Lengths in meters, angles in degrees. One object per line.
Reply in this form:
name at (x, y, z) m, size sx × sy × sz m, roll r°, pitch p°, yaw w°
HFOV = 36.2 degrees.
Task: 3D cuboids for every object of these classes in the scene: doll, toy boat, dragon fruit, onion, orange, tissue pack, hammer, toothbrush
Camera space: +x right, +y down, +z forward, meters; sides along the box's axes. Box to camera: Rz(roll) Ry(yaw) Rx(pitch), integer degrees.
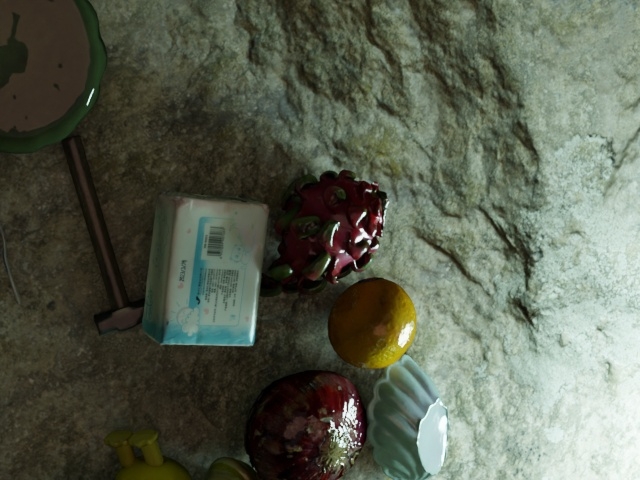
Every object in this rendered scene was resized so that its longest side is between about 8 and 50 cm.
doll at (-0.309, 0.512, 1.844) m, size 0.200 × 0.145 × 0.362 m, roll -3°, pitch 113°, yaw 25°
toy boat at (0.182, 0.369, 1.920) m, size 0.199 × 0.100 × 0.290 m, roll -37°, pitch 128°, yaw -40°
dragon fruit at (0.009, -0.001, 1.813) m, size 0.198 × 0.218 × 0.272 m, roll 20°, pitch 100°, yaw 20°
onion at (-0.030, 0.360, 1.854) m, size 0.246 × 0.190 × 0.246 m, roll -9°, pitch 106°, yaw -35°
orange at (0.099, 0.158, 1.864) m, size 0.178 × 0.177 × 0.155 m, roll -37°, pitch 118°, yaw -7°
tissue pack at (-0.210, 0.052, 1.775) m, size 0.202 × 0.124 × 0.270 m, roll 4°, pitch 97°, yaw -35°
hammer at (-0.398, -0.011, 1.774) m, size 0.111 × 0.043 × 0.365 m, roll -17°, pitch 101°, yaw -13°
toothbrush at (-0.559, 0.039, 1.753) m, size 0.017 × 0.014 × 0.162 m, roll -20°, pitch 104°, yaw -26°

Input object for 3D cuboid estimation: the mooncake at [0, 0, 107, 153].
mooncake at (-0.518, -0.317, 1.607) m, size 0.352 × 0.187 × 0.351 m, roll -2°, pitch 103°, yaw -10°

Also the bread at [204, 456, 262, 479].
bread at (-0.160, 0.509, 1.831) m, size 0.105 × 0.213 × 0.213 m, roll 5°, pitch 98°, yaw 15°
